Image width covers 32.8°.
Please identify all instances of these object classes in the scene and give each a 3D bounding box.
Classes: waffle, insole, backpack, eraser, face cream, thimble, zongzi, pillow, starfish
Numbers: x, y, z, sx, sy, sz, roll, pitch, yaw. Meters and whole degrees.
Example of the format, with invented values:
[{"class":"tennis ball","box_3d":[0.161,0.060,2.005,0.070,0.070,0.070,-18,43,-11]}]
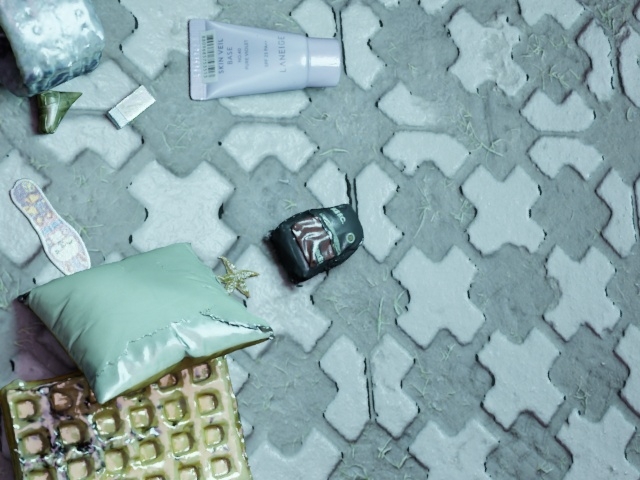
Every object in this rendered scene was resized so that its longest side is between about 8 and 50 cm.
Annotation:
[{"class":"waffle","box_3d":[-0.312,0.318,1.751,0.376,0.114,0.261,-8,84,-25]},{"class":"insole","box_3d":[-0.447,-0.020,1.814,0.065,0.004,0.197,-36,96,-25]},{"class":"backpack","box_3d":[0.000,-0.004,1.955,0.165,0.106,0.120,-30,90,-23]},{"class":"eraser","box_3d":[-0.330,-0.231,1.897,0.083,0.019,0.038,-43,100,-24]},{"class":"face cream","box_3d":[-0.102,-0.329,1.990,0.273,0.096,0.154,-1,84,-11]},{"class":"thimble","box_3d":[-0.468,-0.360,1.747,0.157,0.217,0.245,-30,79,-26]},{"class":"zongzi","box_3d":[-0.438,-0.215,1.842,0.083,0.040,0.076,-2,88,-42]},{"class":"pillow","box_3d":[-0.279,0.120,1.733,0.312,0.310,0.119,-18,131,-29]},{"class":"starfish","box_3d":[-0.150,0.064,1.928,0.086,0.016,0.092,-31,91,-28]}]
